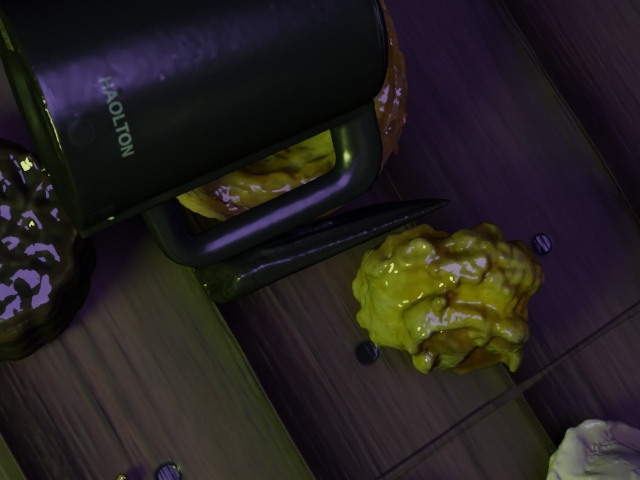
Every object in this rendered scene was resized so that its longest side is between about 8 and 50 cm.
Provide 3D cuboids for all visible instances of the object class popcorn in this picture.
[{"bbox_3d":[0.128,0.061,1.059,0.198,0.197,0.155,11,76,-11],"label":"popcorn"}]

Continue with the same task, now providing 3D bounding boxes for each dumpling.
[{"bbox_3d":[0.344,0.280,1.098,0.252,0.131,0.179,6,52,-22],"label":"dumpling"}]

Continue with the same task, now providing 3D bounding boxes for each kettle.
[{"bbox_3d":[-0.098,-0.130,0.908,0.308,0.203,0.262,-22,83,-18],"label":"kettle"}]

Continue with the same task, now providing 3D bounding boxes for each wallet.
[{"bbox_3d":[0.000,0.000,1.049,0.245,0.168,0.052,-21,93,-19],"label":"wallet"}]

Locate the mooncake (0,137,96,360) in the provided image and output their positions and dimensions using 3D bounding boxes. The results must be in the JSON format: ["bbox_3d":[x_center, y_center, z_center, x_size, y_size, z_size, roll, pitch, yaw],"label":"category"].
[{"bbox_3d":[-0.332,0.005,0.989,0.228,0.124,0.228,3,76,-12],"label":"mooncake"}]

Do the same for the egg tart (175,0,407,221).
[{"bbox_3d":[-0.077,-0.170,1.085,0.345,0.132,0.345,3,76,-12],"label":"egg tart"}]

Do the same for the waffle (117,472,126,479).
[{"bbox_3d":[-0.179,0.315,1.008,0.097,0.023,0.152,19,73,-10],"label":"waffle"}]
